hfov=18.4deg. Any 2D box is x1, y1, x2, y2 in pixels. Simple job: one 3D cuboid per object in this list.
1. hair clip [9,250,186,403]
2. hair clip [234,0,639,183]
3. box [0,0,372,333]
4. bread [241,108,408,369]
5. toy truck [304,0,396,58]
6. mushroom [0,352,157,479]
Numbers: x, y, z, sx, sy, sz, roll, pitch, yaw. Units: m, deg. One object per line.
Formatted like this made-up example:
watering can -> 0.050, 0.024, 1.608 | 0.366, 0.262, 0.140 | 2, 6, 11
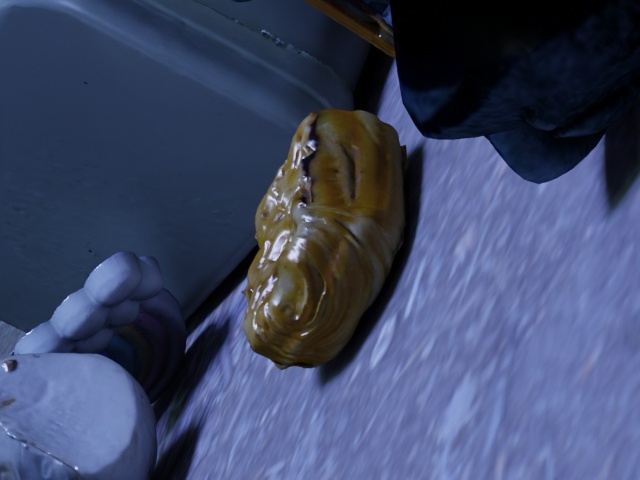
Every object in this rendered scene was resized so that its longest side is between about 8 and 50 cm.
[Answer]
hair clip -> -0.150, 0.079, 1.032 | 0.220, 0.140, 0.054 | -36, 64, 15
hair clip -> 0.054, -0.144, 0.493 | 0.206, 0.194, 0.310 | -49, 16, 32
box -> -0.065, -0.150, 1.076 | 0.352, 0.177, 0.344 | -46, 18, 59
bread -> 0.000, 0.000, 0.757 | 0.083, 0.044, 0.111 | -58, 15, 34
toy truck -> 0.053, -0.173, 0.822 | 0.178, 0.080, 0.115 | -53, 6, 50
mushroom -> -0.140, 0.136, 0.987 | 0.223, 0.092, 0.081 | 119, 143, -51
